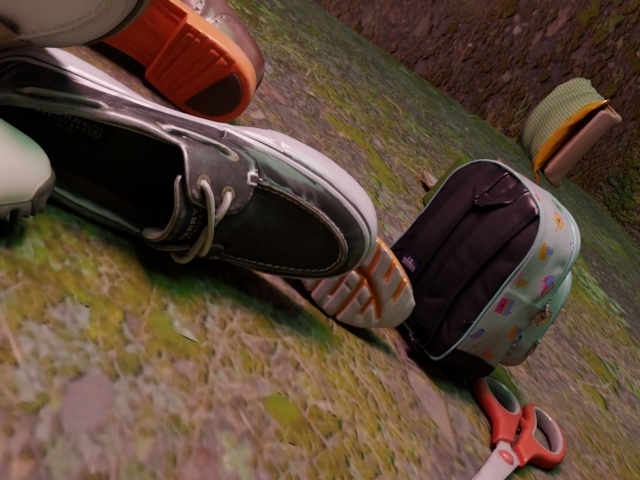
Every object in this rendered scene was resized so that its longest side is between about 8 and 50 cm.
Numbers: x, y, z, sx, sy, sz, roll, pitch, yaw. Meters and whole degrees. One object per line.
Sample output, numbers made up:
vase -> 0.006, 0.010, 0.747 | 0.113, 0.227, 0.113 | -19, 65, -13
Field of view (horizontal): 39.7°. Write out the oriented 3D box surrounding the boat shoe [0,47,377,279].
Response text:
boat shoe -> -0.110, -0.034, 0.682 | 0.335, 0.121, 0.119 | 21, 29, -14

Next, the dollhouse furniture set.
dollhouse furniture set -> 0.308, -0.160, 1.440 | 0.151, 0.301, 0.198 | 34, 20, -19

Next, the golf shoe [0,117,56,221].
golf shoe -> -0.267, -0.102, 0.512 | 0.272, 0.120, 0.105 | 28, 18, -30

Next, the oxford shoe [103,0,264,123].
oxford shoe -> -0.211, -0.293, 1.018 | 0.364, 0.130, 0.133 | 46, 33, -17

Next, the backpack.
backpack -> 0.164, 0.022, 0.877 | 0.144, 0.188, 0.166 | 18, 21, -34

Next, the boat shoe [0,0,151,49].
boat shoe -> -0.238, -0.174, 0.613 | 0.302, 0.113, 0.103 | 4, 29, 39

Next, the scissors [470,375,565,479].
scissors -> 0.170, 0.190, 0.768 | 0.109, 0.021, 0.297 | 40, 16, 3

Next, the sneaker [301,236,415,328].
sneaker -> 0.000, 0.000, 0.826 | 0.215, 0.084, 0.083 | 39, 13, 7

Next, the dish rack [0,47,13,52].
dish rack -> -0.281, -0.333, 0.809 | 0.208, 0.074, 0.272 | 48, 46, -48
